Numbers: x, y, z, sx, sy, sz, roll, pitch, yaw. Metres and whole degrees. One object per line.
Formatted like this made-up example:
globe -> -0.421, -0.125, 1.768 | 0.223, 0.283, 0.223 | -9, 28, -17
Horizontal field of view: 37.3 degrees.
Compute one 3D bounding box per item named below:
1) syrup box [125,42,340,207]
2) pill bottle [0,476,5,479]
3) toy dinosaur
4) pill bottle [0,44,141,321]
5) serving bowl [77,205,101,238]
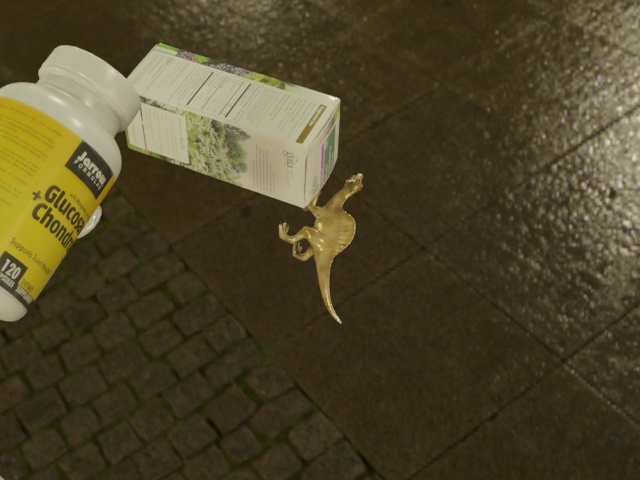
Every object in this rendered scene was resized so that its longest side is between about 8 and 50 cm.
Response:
syrup box -> -0.101, -0.132, 1.081 | 0.237, 0.093, 0.096 | 18, 51, 13
pill bottle -> -0.375, 0.289, 0.875 | 0.169, 0.301, 0.169 | 0, 86, -5
toy dinosaur -> 0.000, 0.000, 1.120 | 0.093, 0.053, 0.183 | 5, 77, 35
pill bottle -> -0.206, -0.044, 0.666 | 0.103, 0.103, 0.184 | 19, 68, 28
serving bowl -> -0.449, -0.043, 1.765 | 0.083, 0.027, 0.083 | -19, 46, 21
